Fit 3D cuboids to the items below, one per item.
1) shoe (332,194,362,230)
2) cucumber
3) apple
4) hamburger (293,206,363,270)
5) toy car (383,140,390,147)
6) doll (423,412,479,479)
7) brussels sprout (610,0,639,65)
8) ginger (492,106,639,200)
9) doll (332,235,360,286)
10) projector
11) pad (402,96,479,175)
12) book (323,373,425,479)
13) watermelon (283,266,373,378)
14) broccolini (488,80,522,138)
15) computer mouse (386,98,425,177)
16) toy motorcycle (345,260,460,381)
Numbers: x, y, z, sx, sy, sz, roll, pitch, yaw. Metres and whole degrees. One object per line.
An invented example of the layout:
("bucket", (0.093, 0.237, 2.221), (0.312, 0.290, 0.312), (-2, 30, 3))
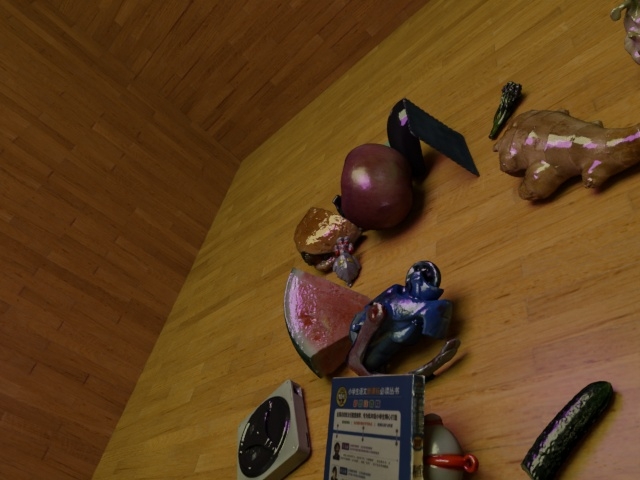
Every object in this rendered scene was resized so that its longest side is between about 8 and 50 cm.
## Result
("shoe", (0.117, -0.112, 1.835), (0.099, 0.112, 0.227), (-50, 23, -1))
("cucumber", (0.419, 0.321, 0.816), (0.058, 0.052, 0.215), (37, 88, 36))
("apple", (0.191, -0.180, 1.617), (0.234, 0.306, 0.306), (0, 45, 12))
("hamburger", (0.000, 0.003, 1.822), (0.209, 0.162, 0.329), (-56, 30, -14))
("toy car", (0.239, -0.339, 1.978), (0.224, 0.076, 0.090), (-45, 24, 13))
("doll", (0.177, 0.448, 0.985), (0.336, 0.105, 0.200), (-22, 54, 48))
("brussels sprout", (0.828, -0.530, 0.999), (0.371, 0.314, 0.276), (103, 160, -62))
("ginger", (0.570, -0.209, 1.149), (0.236, 0.166, 0.375), (-41, 20, 1))
("doll", (0.086, 0.071, 1.653), (0.079, 0.093, 0.180), (84, 180, -67))
("projector", (-0.151, 0.574, 1.403), (0.259, 0.079, 0.257), (-46, 26, 16))
("pad", (0.375, -0.332, 1.521), (0.012, 0.268, 0.270), (-50, 20, 34))
("book", (0.094, 0.492, 0.972), (0.300, 0.039, 0.429), (-25, 53, 55))
("watermelon", (0.006, 0.225, 1.417), (0.292, 0.250, 0.283), (-44, 31, 21))
("broccolini", (0.588, -0.407, 1.534), (0.091, 0.068, 0.203), (-177, 107, -75))
("computer mouse", (0.289, -0.351, 1.688), (0.100, 0.270, 0.170), (-14, 26, 8))
("toy motorcycle", (0.216, 0.225, 1.201), (0.319, 0.241, 0.182), (-46, -16, 25))
